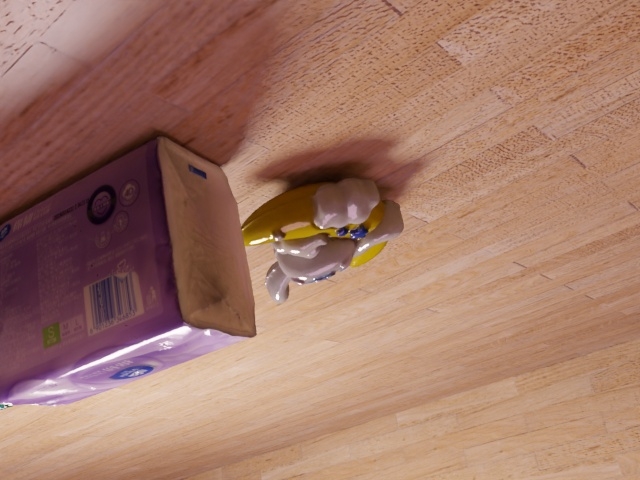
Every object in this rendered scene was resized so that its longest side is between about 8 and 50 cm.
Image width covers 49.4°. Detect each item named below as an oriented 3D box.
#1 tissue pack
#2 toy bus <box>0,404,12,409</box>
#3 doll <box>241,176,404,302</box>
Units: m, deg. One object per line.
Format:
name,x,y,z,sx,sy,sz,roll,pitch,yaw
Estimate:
tissue pack,-0.266,0.055,0.881,0.338,0.242,0.160,-22,155,26
toy bus,-0.543,0.168,1.096,0.199,0.184,0.343,1,155,-36
doll,0.000,0.000,1.017,0.252,0.111,0.237,-24,154,9
